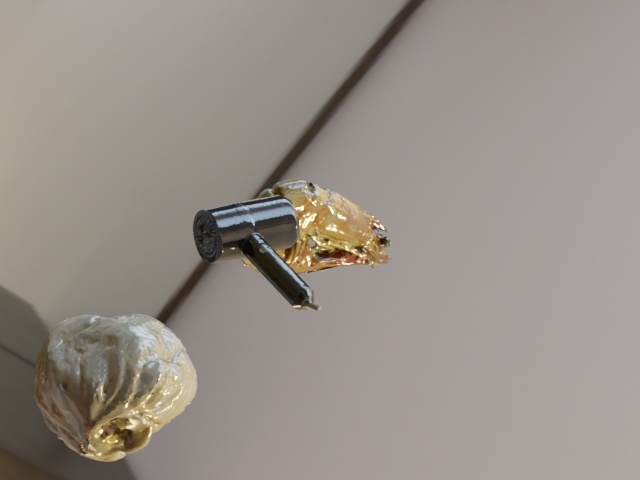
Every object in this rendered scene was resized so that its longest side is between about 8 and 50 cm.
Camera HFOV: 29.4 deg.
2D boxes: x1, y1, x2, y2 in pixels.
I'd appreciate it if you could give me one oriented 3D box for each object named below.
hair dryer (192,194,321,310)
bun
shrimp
[{"bbox_3d":[-0.054,0.023,1.485,0.219,0.124,0.071,45,-44,43],"label":"hair dryer"},{"bbox_3d":[-0.350,0.250,2.021,0.281,0.281,0.205,-39,-151,19],"label":"bun"},{"bbox_3d":[0.000,-0.001,1.701,0.154,0.294,0.062,-55,-137,18],"label":"shrimp"}]
